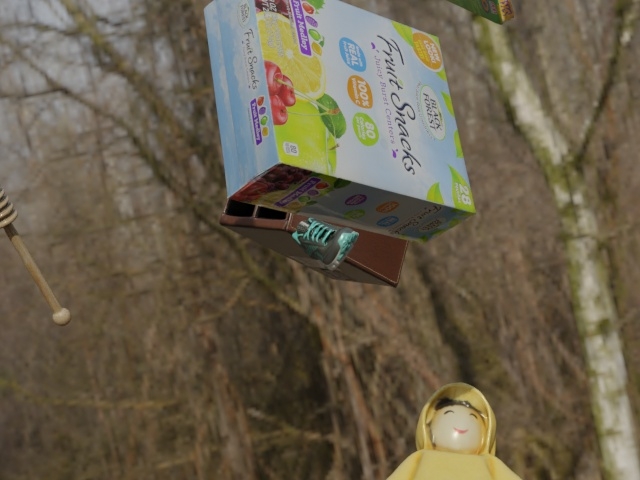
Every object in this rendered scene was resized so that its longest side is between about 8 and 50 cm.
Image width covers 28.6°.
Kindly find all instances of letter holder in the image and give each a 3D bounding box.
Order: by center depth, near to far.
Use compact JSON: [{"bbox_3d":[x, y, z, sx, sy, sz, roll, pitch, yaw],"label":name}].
[{"bbox_3d":[0.011,-0.073,2.088,0.152,0.214,0.302,6,-15,42],"label":"letter holder"}]

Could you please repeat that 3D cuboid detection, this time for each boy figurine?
[{"bbox_3d":[0.133,0.250,1.183,0.177,0.092,0.285,3,35,11],"label":"boy figurine"}]

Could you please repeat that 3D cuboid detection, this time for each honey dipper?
[{"bbox_3d":[-0.278,0.016,1.186,0.031,0.160,0.030,-18,30,11],"label":"honey dipper"}]

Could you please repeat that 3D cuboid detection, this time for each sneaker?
[{"bbox_3d":[0.000,0.000,1.779,0.065,0.076,0.166,-57,9,-13],"label":"sneaker"}]

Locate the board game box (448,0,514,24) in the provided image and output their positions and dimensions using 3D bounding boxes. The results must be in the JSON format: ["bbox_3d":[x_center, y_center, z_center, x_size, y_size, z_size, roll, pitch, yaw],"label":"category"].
[{"bbox_3d":[0.209,-0.386,1.776,0.039,0.124,0.259,-20,23,-4],"label":"board game box"}]

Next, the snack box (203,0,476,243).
[{"bbox_3d":[0.017,-0.102,0.994,0.207,0.174,0.070,12,-32,-40],"label":"snack box"}]
